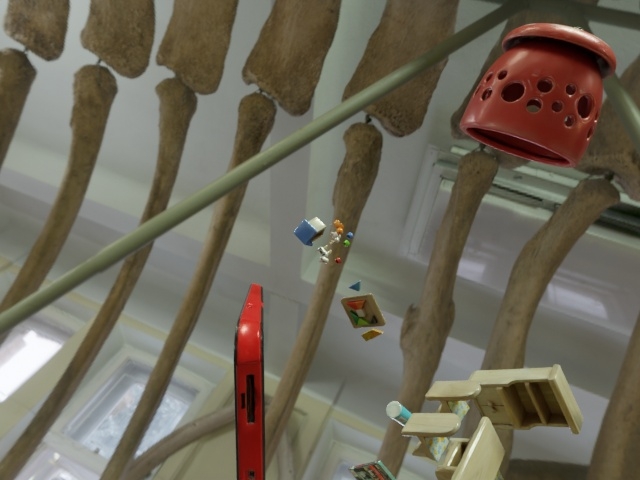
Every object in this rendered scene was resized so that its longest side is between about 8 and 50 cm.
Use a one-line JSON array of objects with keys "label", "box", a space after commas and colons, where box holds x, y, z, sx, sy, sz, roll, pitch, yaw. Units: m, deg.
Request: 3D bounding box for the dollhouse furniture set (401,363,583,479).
[{"label": "dollhouse furniture set", "box": [0.464, 0.508, 1.186, 0.257, 0.394, 0.362, -20, -80, 44]}]

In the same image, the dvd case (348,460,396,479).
[{"label": "dvd case", "box": [0.142, 0.636, 1.262, 0.087, 0.013, 0.119, 50, -52, -3]}]

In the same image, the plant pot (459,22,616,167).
[{"label": "plant pot", "box": [0.340, -0.225, 0.737, 0.191, 0.191, 0.174, 22, -83, 11]}]

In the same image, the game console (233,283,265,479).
[{"label": "game console", "box": [-0.152, 0.319, 1.036, 0.060, 0.342, 0.386, 0, -80, -8]}]

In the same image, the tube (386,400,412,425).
[{"label": "tube", "box": [0.282, 0.584, 1.526, 0.080, 0.052, 0.207, 0, -35, 39]}]

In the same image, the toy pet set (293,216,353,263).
[{"label": "toy pet set", "box": [0.000, 0.000, 1.061, 0.114, 0.065, 0.122, 46, -32, 18]}]

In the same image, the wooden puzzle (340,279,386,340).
[{"label": "wooden puzzle", "box": [0.077, 0.132, 0.861, 0.079, 0.014, 0.116, -26, -82, 42]}]
